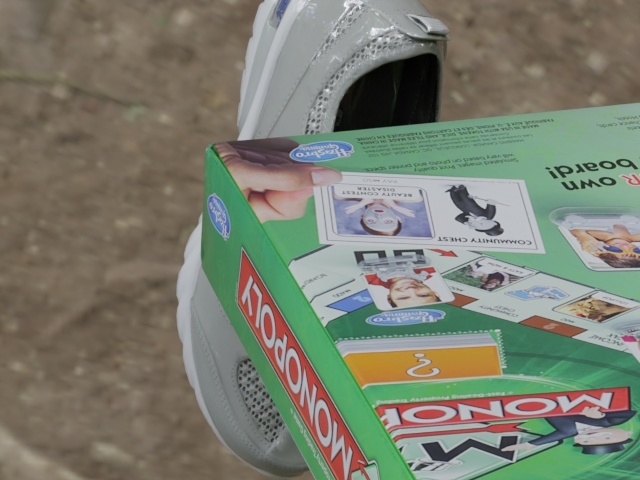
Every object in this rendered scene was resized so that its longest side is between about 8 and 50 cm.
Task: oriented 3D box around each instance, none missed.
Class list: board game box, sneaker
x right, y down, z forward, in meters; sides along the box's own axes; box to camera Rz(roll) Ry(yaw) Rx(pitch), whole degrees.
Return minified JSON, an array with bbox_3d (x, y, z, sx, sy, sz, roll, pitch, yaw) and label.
[{"bbox_3d":[0.149,0.027,0.525,0.213,0.317,0.046,-122,31,-52],"label":"board game box"},{"bbox_3d":[0.000,0.000,0.983,0.115,0.105,0.281,37,126,54],"label":"sneaker"}]
